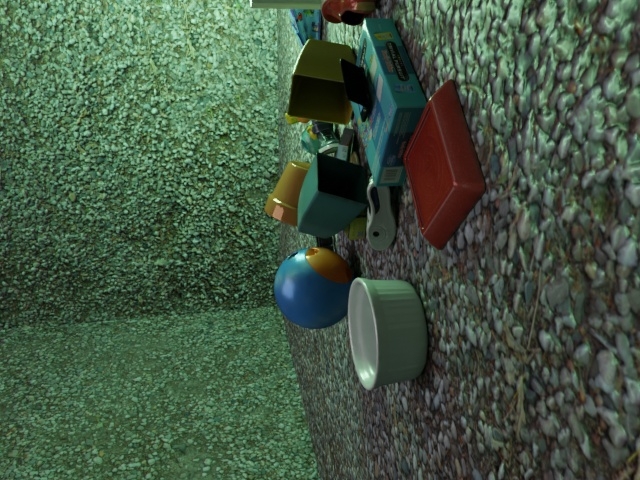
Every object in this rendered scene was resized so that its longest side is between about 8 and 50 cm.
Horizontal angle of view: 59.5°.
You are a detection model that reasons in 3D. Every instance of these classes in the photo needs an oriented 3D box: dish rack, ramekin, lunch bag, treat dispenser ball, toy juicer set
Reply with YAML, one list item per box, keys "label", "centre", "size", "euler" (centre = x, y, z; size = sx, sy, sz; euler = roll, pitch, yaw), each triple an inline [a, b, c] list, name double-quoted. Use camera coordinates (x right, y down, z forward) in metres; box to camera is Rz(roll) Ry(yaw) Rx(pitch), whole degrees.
- label: "dish rack"
  centre: [0.000, 0.000, 2.392]
  size: [0.271, 0.074, 0.208]
  euler: [123, 142, -73]
- label: "ramekin"
  centre: [0.166, 0.227, 1.409]
  size: [0.277, 0.135, 0.277]
  euler: [176, 90, -79]
- label: "lunch bag"
  centre: [-0.059, -0.887, 2.333]
  size: [0.221, 0.138, 0.293]
  euler: [-112, 9, -56]
- label: "treat dispenser ball"
  centre: [-0.019, 0.166, 1.961]
  size: [0.288, 0.288, 0.288]
  euler: [176, 90, -80]
- label: "toy juicer set"
  centre: [-0.017, -0.417, 2.331]
  size: [0.329, 0.089, 0.209]
  euler: [62, 164, -11]

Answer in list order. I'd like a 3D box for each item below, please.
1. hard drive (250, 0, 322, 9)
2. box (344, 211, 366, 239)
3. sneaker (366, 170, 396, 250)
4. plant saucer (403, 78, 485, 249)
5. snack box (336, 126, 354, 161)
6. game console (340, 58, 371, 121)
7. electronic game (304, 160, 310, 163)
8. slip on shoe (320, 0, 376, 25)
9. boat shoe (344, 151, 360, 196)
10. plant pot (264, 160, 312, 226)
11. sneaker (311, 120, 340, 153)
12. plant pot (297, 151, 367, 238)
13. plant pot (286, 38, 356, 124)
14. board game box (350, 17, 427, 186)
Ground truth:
- label: "hard drive"
  centre: [-0.094, -0.889, 1.938]
  size: [0.040, 0.307, 0.203]
  euler: [113, 151, -66]
- label: "box"
  centre: [0.096, -0.099, 1.878]
  size: [0.232, 0.058, 0.087]
  euler: [-111, 20, -56]
- label: "sneaker"
  centre: [0.164, -0.090, 1.512]
  size: [0.121, 0.079, 0.217]
  euler: [-81, -11, -55]
- label: "plant saucer"
  centre: [0.235, -0.146, 1.145]
  size: [0.259, 0.047, 0.259]
  euler: [105, 158, -63]
- label: "snack box"
  centre: [0.079, -0.290, 1.870]
  size: [0.141, 0.037, 0.100]
  euler: [97, -171, -45]
- label: "game console"
  centre: [0.081, -0.370, 1.390]
  size: [0.107, 0.071, 0.122]
  euler: [111, 154, -66]
- label: "electronic game"
  centre: [-0.031, -0.240, 2.478]
  size: [0.229, 0.048, 0.229]
  euler: [163, 90, -85]
- label: "slip on shoe"
  centre: [0.079, -0.673, 1.629]
  size: [0.331, 0.123, 0.101]
  euler: [-150, 53, -72]
- label: "boat shoe"
  centre: [0.101, -0.214, 1.837]
  size: [0.056, 0.048, 0.153]
  euler: [-118, 26, -65]
- label: "plant pot"
  centre: [-0.046, -0.176, 2.108]
  size: [0.291, 0.290, 0.204]
  euler: [-123, 48, -69]
- label: "sneaker"
  centre: [0.021, -0.402, 2.073]
  size: [0.226, 0.086, 0.164]
  euler: [-146, 46, -78]
- label: "plant pot"
  centre: [0.019, -0.120, 1.768]
  size: [0.234, 0.165, 0.166]
  euler: [125, 152, -45]
- label: "plant pot"
  centre: [0.013, -0.528, 1.827]
  size: [0.212, 0.212, 0.187]
  euler: [108, 168, -64]
- label: "board game box"
  centre: [0.159, -0.344, 1.394]
  size: [0.254, 0.079, 0.336]
  euler: [100, 163, -53]
